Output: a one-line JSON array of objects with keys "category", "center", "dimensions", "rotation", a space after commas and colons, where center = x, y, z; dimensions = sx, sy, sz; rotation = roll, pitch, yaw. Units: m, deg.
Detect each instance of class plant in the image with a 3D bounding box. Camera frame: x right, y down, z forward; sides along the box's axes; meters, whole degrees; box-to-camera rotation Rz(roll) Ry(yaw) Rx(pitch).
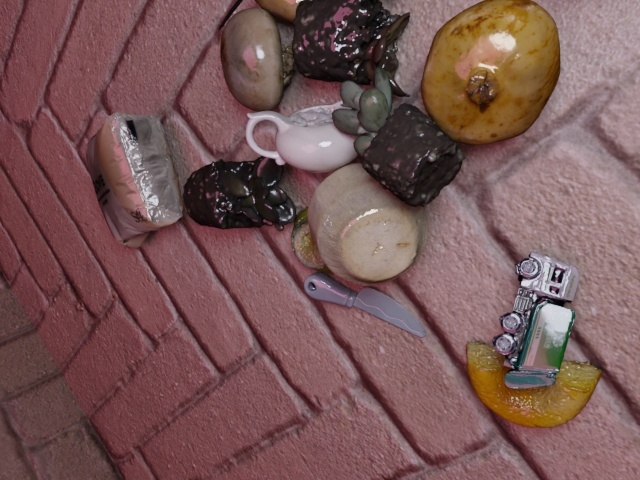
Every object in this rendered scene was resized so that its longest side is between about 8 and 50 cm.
[{"category": "plant", "center": [0.065, -0.405, 0.909], "dimensions": [0.234, 0.178, 0.204], "rotation": [12, 106, 26]}, {"category": "plant", "center": [-0.211, -0.116, 1.155], "dimensions": [0.276, 0.188, 0.198], "rotation": [1, 98, 35]}, {"category": "plant", "center": [0.120, -0.190, 0.809], "dimensions": [0.146, 0.149, 0.274], "rotation": [-36, 60, 4]}]

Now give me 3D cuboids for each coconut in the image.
[{"category": "coconut", "center": [0.094, -0.039, 0.963], "dimensions": [0.238, 0.266, 0.237], "rotation": [-6, 119, -11]}]

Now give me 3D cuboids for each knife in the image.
[{"category": "knife", "center": [0.110, 0.151, 1.123], "dimensions": [0.331, 0.044, 0.080], "rotation": [18, 109, 22]}]

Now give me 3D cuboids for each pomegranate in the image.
[{"category": "pomegranate", "center": [0.285, -0.283, 0.771], "dimensions": [0.248, 0.248, 0.248], "rotation": [9, 108, 30]}]

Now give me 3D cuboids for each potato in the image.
[{"category": "potato", "center": [-0.071, -0.543, 0.994], "dimensions": [0.178, 0.118, 0.109], "rotation": [33, 100, 18]}]

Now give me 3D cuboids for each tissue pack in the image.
[{"category": "tissue pack", "center": [-0.583, -0.183, 1.388], "dimensions": [0.376, 0.195, 0.390], "rotation": [-15, 95, 47]}]

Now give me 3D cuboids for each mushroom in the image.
[{"category": "mushroom", "center": [-0.139, -0.417, 1.042], "dimensions": [0.178, 0.226, 0.226], "rotation": [-16, 95, -9]}]

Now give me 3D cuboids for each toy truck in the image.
[{"category": "toy truck", "center": [0.402, 0.155, 0.846], "dimensions": [0.124, 0.114, 0.253], "rotation": [19, 88, 27]}]

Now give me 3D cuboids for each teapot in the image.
[{"category": "teapot", "center": [-0.010, -0.235, 0.977], "dimensions": [0.204, 0.298, 0.139], "rotation": [-114, 11, -50]}]

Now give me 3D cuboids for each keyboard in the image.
[{"category": "keyboard", "center": [-0.172, -0.527, 0.981], "dimensions": [0.010, 0.063, 0.198], "rotation": [35, 156, -25]}]

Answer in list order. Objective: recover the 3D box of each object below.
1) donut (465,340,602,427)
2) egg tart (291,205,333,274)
[{"category": "donut", "center": [0.428, 0.313, 0.933], "dimensions": [0.259, 0.101, 0.152], "rotation": [4, 111, 28]}, {"category": "egg tart", "center": [0.000, 0.000, 1.125], "dimensions": [0.197, 0.078, 0.197], "rotation": [8, 107, 28]}]
